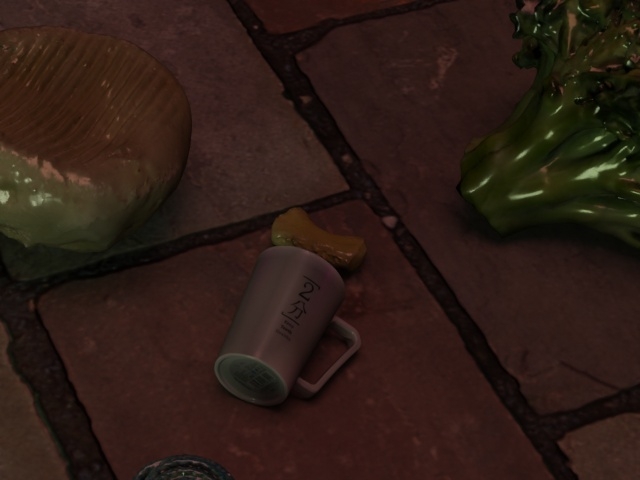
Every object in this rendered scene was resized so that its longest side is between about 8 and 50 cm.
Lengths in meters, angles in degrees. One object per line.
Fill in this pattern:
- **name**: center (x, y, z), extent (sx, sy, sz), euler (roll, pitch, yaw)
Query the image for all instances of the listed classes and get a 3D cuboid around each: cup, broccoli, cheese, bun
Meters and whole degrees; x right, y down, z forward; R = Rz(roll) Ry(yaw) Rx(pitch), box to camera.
- **cup**: center (-0.021, 0.074, 1.233), extent (0.104, 0.074, 0.116), euler (35, 50, -12)
- **broccoli**: center (0.245, -0.087, 1.353), extent (0.245, 0.248, 0.288), euler (-24, 54, 21)
- **cheese**: center (0.000, 0.000, 1.323), extent (0.083, 0.030, 0.044), euler (19, 53, 20)
- **bun**: center (-0.217, -0.075, 1.300), extent (0.231, 0.133, 0.231), euler (10, 44, -10)

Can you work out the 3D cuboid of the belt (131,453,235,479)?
- **belt**: center (-0.057, 0.271, 1.031), extent (0.087, 0.072, 0.302), euler (-9, 46, -20)
